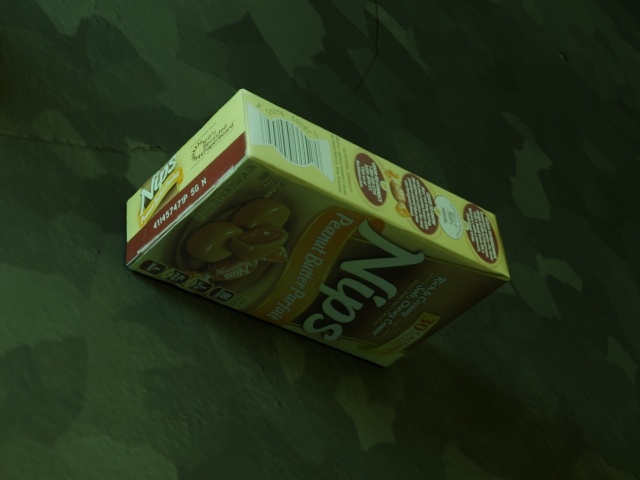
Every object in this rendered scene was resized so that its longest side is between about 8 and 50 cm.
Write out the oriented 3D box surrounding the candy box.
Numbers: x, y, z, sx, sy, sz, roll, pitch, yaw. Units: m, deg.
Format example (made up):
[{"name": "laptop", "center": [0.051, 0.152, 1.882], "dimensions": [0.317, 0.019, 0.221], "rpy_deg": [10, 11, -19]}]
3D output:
[{"name": "candy box", "center": [0.000, 0.000, 1.208], "dimensions": [0.316, 0.183, 0.087], "rpy_deg": [24, 43, -32]}]
